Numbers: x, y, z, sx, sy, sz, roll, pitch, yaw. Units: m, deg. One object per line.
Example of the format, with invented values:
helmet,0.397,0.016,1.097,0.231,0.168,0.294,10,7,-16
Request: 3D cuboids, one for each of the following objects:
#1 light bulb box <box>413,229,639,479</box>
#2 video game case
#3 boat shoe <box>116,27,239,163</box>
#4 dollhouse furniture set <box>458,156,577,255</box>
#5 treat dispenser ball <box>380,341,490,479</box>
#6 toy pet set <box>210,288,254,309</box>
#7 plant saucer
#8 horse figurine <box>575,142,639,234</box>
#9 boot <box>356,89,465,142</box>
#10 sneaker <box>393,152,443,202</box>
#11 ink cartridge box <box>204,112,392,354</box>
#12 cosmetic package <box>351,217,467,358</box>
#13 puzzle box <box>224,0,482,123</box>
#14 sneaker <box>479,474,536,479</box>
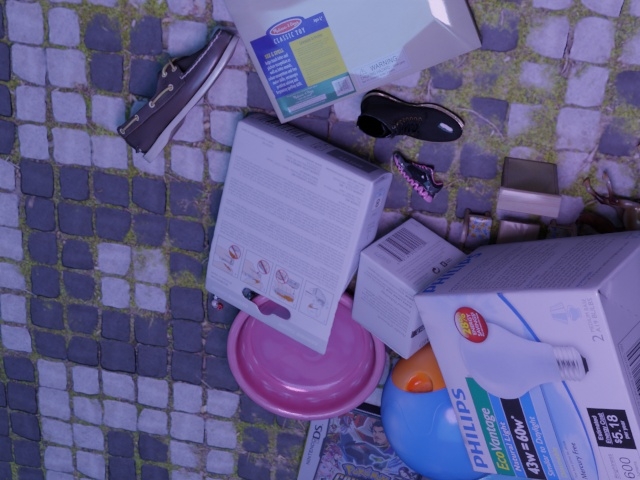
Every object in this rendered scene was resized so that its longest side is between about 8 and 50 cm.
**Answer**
light bulb box,0.399,0.195,1.554,0.361,0.225,0.358,-7,108,48
video game case,0.099,0.478,2.101,0.275,0.035,0.248,16,117,5
boat shoe,-0.274,-0.286,1.782,0.096,0.116,0.324,38,123,-10
dollhouse furniture set,0.369,-0.010,1.739,0.212,0.161,0.242,9,116,8
treat dispenser ball,0.263,0.333,1.853,0.288,0.288,0.288,5,116,10
toy pet set,-0.176,0.114,1.974,0.122,0.065,0.114,1,115,12
plant saucer,-0.029,0.222,1.967,0.332,0.084,0.332,2,116,3
horse figurine,0.598,-0.085,1.708,0.263,0.066,0.174,-39,96,23
boot,0.160,-0.204,1.708,0.198,0.137,0.077,14,117,5
sneaker,0.189,-0.130,1.795,0.057,0.047,0.119,-41,105,11
ink cartridge box,-0.053,-0.014,1.816,0.308,0.091,0.385,27,119,22
cosmetic package,0.168,0.091,1.787,0.151,0.151,0.184,36,142,29
puzzle box,0.054,-0.404,1.686,0.409,0.052,0.272,-18,110,20
sneaker,0.440,0.514,1.995,0.319,0.127,0.208,-15,109,29
